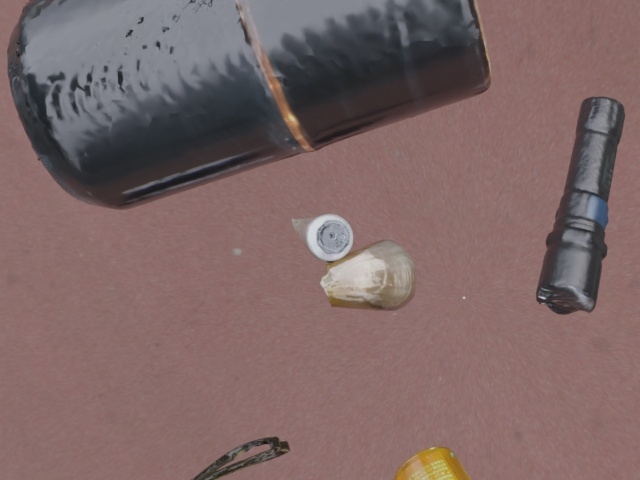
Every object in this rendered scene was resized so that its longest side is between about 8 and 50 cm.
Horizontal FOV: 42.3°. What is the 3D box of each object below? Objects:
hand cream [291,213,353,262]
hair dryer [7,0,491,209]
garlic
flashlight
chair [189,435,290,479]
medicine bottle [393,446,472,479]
[{"bbox_3d":[0.000,0.000,0.810,0.067,0.194,0.042,42,84,-3],"label":"hand cream"},{"bbox_3d":[-0.075,-0.175,0.281,0.189,0.107,0.352,-18,126,10],"label":"hair dryer"},{"bbox_3d":[0.067,0.044,1.010,0.101,0.195,0.086,-8,89,11],"label":"garlic"},{"bbox_3d":[0.445,-0.073,1.397,0.103,0.103,0.424,14,61,10],"label":"flashlight"},{"bbox_3d":[-0.047,0.299,0.684,0.160,0.325,0.170,-27,63,-6],"label":"chair"},{"bbox_3d":[0.173,0.363,1.044,0.096,0.096,0.192,-37,46,6],"label":"medicine bottle"}]
